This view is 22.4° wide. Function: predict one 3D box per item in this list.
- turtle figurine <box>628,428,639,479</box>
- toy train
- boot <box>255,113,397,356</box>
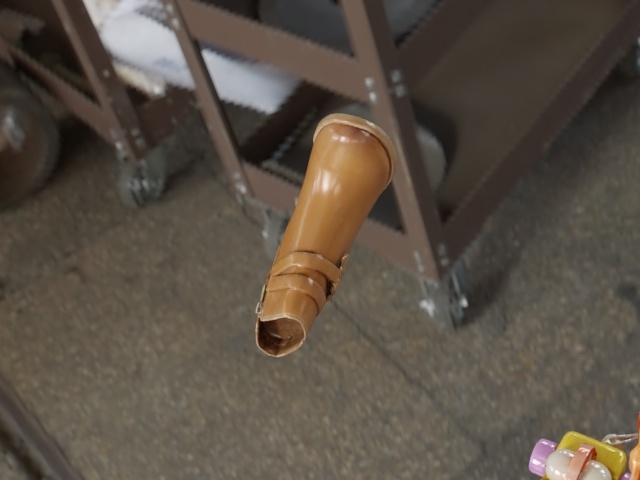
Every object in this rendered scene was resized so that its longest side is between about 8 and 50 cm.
[{"bbox_3d":[0.197,0.109,0.678,0.087,0.217,0.270,-12,63,48],"label":"turtle figurine"},{"bbox_3d":[0.166,0.132,0.790,0.125,0.046,0.166,-2,51,7],"label":"toy train"},{"bbox_3d":[0.000,0.000,1.321,0.073,0.197,0.152,21,58,6],"label":"boot"}]
